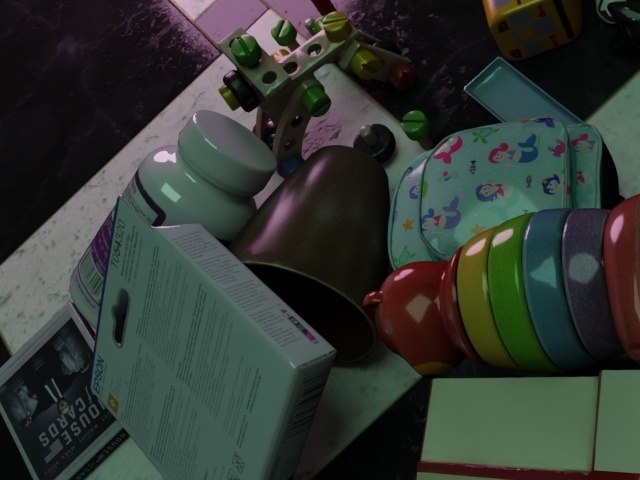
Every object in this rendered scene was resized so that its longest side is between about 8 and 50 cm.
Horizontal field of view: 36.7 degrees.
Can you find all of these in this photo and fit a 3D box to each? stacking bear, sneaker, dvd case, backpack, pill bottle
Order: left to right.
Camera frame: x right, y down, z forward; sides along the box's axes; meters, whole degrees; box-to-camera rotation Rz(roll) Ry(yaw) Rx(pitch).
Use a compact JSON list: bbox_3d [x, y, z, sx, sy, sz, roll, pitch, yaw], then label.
[{"bbox_3d":[-0.366,0.225,1.371,0.179,0.029,0.239,-44,53,2],"label":"dvd case"},{"bbox_3d":[-0.188,-0.015,1.261,0.301,0.169,0.169,-52,51,22],"label":"pill bottle"},{"bbox_3d":[0.202,-0.019,1.112,0.253,0.191,0.225,-6,63,31],"label":"backpack"},{"bbox_3d":[0.185,0.060,0.926,0.289,0.175,0.164,-12,71,31],"label":"stacking bear"},{"bbox_3d":[0.373,-0.330,1.263,0.040,0.044,0.109,-23,59,13],"label":"sneaker"}]

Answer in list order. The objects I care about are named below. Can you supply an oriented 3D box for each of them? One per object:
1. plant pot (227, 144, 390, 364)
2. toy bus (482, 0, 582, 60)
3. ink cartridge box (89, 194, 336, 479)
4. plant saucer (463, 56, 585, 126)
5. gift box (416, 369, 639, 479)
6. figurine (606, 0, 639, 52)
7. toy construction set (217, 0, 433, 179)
[{"bbox_3d":[0.000,0.000,1.205,0.215,0.215,0.230,2,54,28],"label":"plant pot"},{"bbox_3d":[0.272,-0.416,1.321,0.130,0.108,0.333,-19,58,21],"label":"toy bus"},{"bbox_3d":[-0.144,0.156,1.136,0.330,0.071,0.324,42,132,32],"label":"ink cartridge box"},{"bbox_3d":[0.269,-0.165,1.247,0.067,0.018,0.192,-42,53,2],"label":"plant saucer"},{"bbox_3d":[0.263,0.254,0.896,0.258,0.276,0.255,-8,67,42],"label":"gift box"},{"bbox_3d":[0.430,-0.312,1.128,0.209,0.215,0.092,7,41,34],"label":"figurine"},{"bbox_3d":[-0.024,-0.259,1.313,0.257,0.237,0.309,-20,57,17],"label":"toy construction set"}]
